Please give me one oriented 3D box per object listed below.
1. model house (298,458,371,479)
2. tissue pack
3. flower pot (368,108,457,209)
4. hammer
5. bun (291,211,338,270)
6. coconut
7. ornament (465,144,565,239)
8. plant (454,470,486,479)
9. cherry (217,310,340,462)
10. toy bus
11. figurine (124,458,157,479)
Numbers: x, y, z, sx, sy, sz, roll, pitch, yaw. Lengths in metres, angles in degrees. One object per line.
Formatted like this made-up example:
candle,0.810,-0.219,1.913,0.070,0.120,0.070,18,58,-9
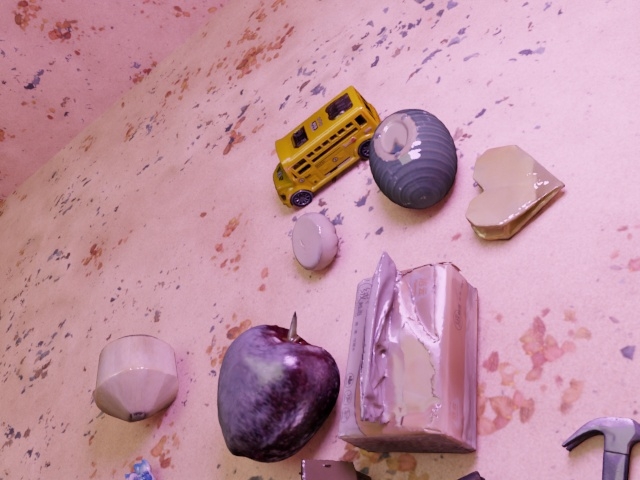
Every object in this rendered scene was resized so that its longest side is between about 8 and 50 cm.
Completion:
model house,0.005,0.439,0.954,0.176,0.248,0.181,-27,48,25
tissue pack,0.138,0.193,1.030,0.238,0.238,0.306,-13,53,35
flower pot,0.199,-0.181,1.296,0.189,0.157,0.243,-31,43,24
hammer,0.389,0.385,0.807,0.137,0.037,0.290,-2,60,41
bun,0.000,0.000,1.395,0.138,0.094,0.138,19,113,54
coconut,-0.454,0.349,1.474,0.202,0.202,0.222,-37,40,16
ornament,0.380,-0.101,1.153,0.180,0.059,0.201,-5,57,37
plant,0.173,0.461,0.873,0.256,0.142,0.164,-38,42,-2
cherry,-0.089,0.285,1.172,0.255,0.218,0.296,18,80,40
toy bus,-0.002,-0.236,1.520,0.331,0.151,0.145,-35,46,17
figurine,-0.427,0.574,1.373,0.114,0.079,0.114,-17,57,28
